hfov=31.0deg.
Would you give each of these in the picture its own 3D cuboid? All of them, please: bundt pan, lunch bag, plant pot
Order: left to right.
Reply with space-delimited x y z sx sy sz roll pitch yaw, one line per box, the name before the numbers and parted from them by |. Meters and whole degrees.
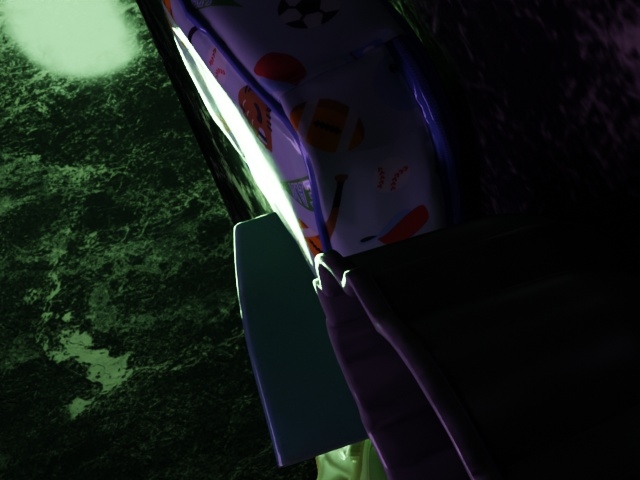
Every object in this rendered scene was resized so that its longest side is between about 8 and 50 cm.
lunch bag | -0.010 -0.092 0.770 0.303 0.115 0.243 59 173 36
plant pot | 0.002 0.086 1.137 0.165 0.166 0.234 100 152 -78
bundt pan | 0.121 0.130 0.506 0.331 0.124 0.331 63 172 16

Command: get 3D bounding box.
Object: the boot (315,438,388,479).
boot | 0.092 0.299 1.386 0.203 0.095 0.262 42 -147 -25
